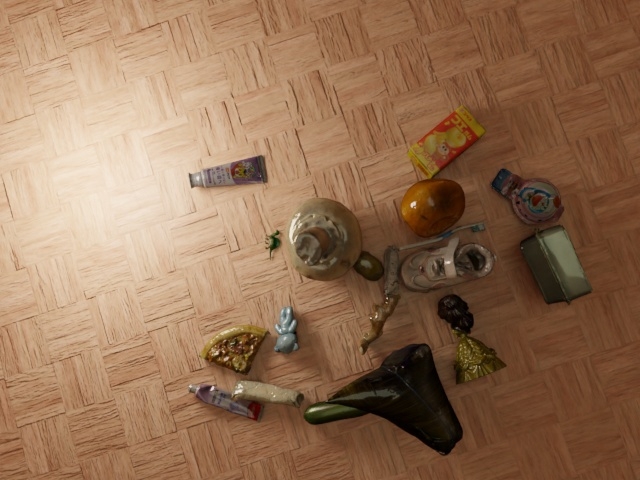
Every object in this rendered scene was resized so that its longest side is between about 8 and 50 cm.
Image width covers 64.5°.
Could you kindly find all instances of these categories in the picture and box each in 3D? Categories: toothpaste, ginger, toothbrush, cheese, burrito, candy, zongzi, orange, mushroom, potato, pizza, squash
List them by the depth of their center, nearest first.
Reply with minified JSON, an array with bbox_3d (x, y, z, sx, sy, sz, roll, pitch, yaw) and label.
[{"bbox_3d":[0.268,0.626,1.799,0.432,0.208,0.403,-24,90,-23],"label":"zongzi"},{"bbox_3d":[0.000,0.000,1.835,0.315,0.336,0.314,1,96,10],"label":"mushroom"},{"bbox_3d":[0.415,-0.140,1.886,0.249,0.249,0.183,-31,63,0],"label":"orange"},{"bbox_3d":[0.097,0.631,1.908,0.332,0.087,0.087,-10,85,0],"label":"squash"},{"bbox_3d":[0.459,-0.018,1.911,0.386,0.040,0.040,-13,85,-19],"label":"toothbrush"},{"bbox_3d":[-0.199,0.587,1.931,0.275,0.059,0.082,11,46,2],"label":"burrito"},{"bbox_3d":[0.272,0.115,1.934,0.064,0.064,0.203,2,70,2],"label":"burrito"},{"bbox_3d":[0.217,0.301,1.935,0.089,0.075,0.288,31,84,1],"label":"ginger"},{"bbox_3d":[0.796,-0.170,1.946,0.286,0.074,0.189,34,86,6],"label":"cheese"},{"bbox_3d":[-0.363,0.615,1.948,0.301,0.048,0.075,19,83,1],"label":"toothpaste"},{"bbox_3d":[0.182,0.097,1.951,0.138,0.070,0.091,38,90,4],"label":"potato"},{"bbox_3d":[-0.324,0.430,1.952,0.292,0.058,0.197,-17,86,1],"label":"pizza"},{"bbox_3d":[0.486,-0.378,1.967,0.276,0.088,0.146,-41,84,-1],"label":"candy"},{"bbox_3d":[-0.367,-0.261,2.008,0.299,0.073,0.113,-11,86,-6],"label":"toothpaste"}]

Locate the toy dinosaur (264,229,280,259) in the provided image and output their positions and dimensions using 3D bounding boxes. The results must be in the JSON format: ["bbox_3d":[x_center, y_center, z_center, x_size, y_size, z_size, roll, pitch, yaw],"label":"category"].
[{"bbox_3d":[-0.188,0.017,1.997,0.061,0.029,0.119,-1,86,-9],"label":"toy dinosaur"}]

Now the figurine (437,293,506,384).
[{"bbox_3d":[0.536,0.351,1.895,0.187,0.168,0.315,-29,73,27],"label":"figurine"}]

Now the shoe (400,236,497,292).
[{"bbox_3d":[0.471,0.085,1.877,0.351,0.198,0.171,-15,83,0],"label":"shoe"}]

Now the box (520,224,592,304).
[{"bbox_3d":[0.854,0.086,1.852,0.166,0.221,0.290,-25,85,22],"label":"box"}]

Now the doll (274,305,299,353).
[{"bbox_3d":[-0.122,0.348,1.953,0.120,0.075,0.179,-15,60,38],"label":"doll"}]
